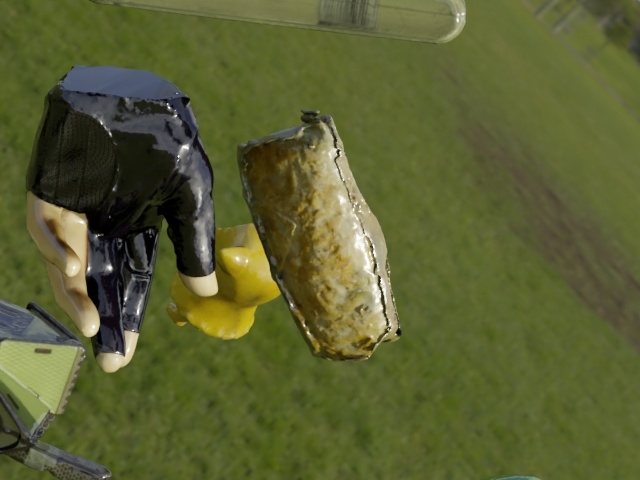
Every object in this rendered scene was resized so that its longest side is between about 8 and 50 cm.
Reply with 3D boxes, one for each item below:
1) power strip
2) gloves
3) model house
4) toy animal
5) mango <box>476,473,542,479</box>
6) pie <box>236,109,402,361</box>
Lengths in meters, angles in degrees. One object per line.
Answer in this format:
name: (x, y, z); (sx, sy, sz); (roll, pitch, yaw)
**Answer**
power strip: (-0.061, -0.235, 1.261); (0.387, 0.066, 0.092); (7, 19, 2)
gloves: (-0.192, -0.018, 1.361); (0.197, 0.301, 0.152); (4, 5, -12)
model house: (-0.376, 0.191, 1.801); (0.278, 0.218, 0.205); (21, 17, 1)
toy animal: (-0.132, 0.063, 2.006); (0.156, 0.230, 0.156); (20, 51, -27)
mango: (0.138, 0.380, 1.486); (0.225, 0.382, 0.201); (-3, 48, -34)
pie: (0.000, 0.000, 1.479); (0.068, 0.128, 0.282); (-60, 134, -66)
